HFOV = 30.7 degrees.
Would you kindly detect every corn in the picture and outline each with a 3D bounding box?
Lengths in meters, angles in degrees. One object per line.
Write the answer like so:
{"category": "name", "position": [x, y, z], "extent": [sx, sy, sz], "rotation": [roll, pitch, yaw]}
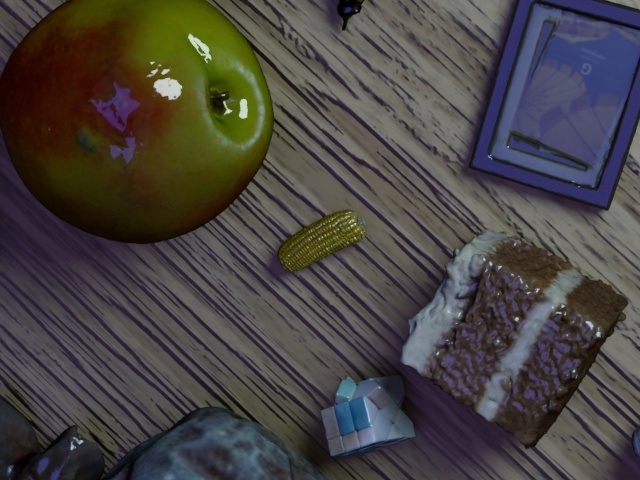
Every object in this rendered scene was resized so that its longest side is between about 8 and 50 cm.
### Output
{"category": "corn", "position": [0.000, 0.000, 1.087], "extent": [0.092, 0.037, 0.037], "rotation": [-30, 93, 22]}

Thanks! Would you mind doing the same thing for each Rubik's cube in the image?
{"category": "Rubik's cube", "position": [0.044, 0.159, 1.094], "extent": [0.075, 0.084, 0.073], "rotation": [-22, 74, 24]}

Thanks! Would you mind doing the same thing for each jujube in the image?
{"category": "jujube", "position": [-0.065, 0.304, 1.085], "extent": [0.317, 0.226, 0.226], "rotation": [43, 111, 2]}

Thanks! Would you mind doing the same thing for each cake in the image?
{"category": "cake", "position": [0.166, 0.077, 1.008], "extent": [0.147, 0.134, 0.135], "rotation": [32, 110, 17]}

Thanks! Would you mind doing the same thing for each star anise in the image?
{"category": "star anise", "position": [-0.317, 0.312, 1.222], "extent": [0.315, 0.108, 0.315], "rotation": [2, 96, 19]}

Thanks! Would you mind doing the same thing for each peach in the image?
{"category": "peach", "position": [-0.161, -0.110, 1.016], "extent": [0.231, 0.231, 0.231], "rotation": [4, 104, 16]}

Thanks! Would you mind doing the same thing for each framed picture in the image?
{"category": "framed picture", "position": [0.211, -0.124, 0.998], "extent": [0.128, 0.023, 0.168], "rotation": [18, 108, 12]}

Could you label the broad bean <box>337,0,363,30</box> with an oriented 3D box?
{"category": "broad bean", "position": [0.064, -0.336, 0.971], "extent": [0.077, 0.061, 0.339], "rotation": [23, 109, 23]}

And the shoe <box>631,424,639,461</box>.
{"category": "shoe", "position": [0.398, 0.200, 0.981], "extent": [0.245, 0.095, 0.137], "rotation": [38, 114, 12]}
